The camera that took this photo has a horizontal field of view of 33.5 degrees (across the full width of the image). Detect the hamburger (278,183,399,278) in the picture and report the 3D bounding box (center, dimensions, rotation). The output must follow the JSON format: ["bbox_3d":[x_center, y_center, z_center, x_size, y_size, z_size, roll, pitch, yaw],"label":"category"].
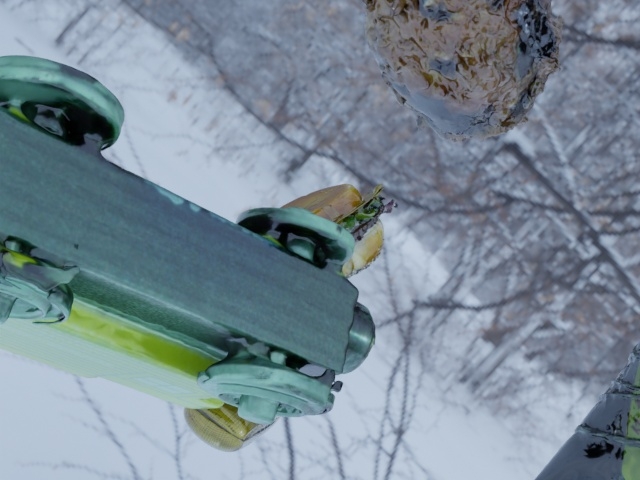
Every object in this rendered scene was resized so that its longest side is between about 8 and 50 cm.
[{"bbox_3d":[-0.004,0.002,1.201,0.093,0.189,0.164,67,-16,-12],"label":"hamburger"}]

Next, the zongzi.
[{"bbox_3d":[0.487,0.285,1.598,0.362,0.383,0.319,-6,-35,36],"label":"zongzi"}]

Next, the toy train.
[{"bbox_3d":[-0.170,0.020,0.822,0.442,0.179,0.272,28,-25,-36],"label":"toy train"}]

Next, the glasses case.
[{"bbox_3d":[-0.090,0.178,1.128,0.079,0.064,0.234,34,2,8],"label":"glasses case"}]

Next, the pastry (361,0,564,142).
[{"bbox_3d":[0.219,-0.339,1.649,0.292,0.337,0.405,4,-53,28],"label":"pastry"}]
